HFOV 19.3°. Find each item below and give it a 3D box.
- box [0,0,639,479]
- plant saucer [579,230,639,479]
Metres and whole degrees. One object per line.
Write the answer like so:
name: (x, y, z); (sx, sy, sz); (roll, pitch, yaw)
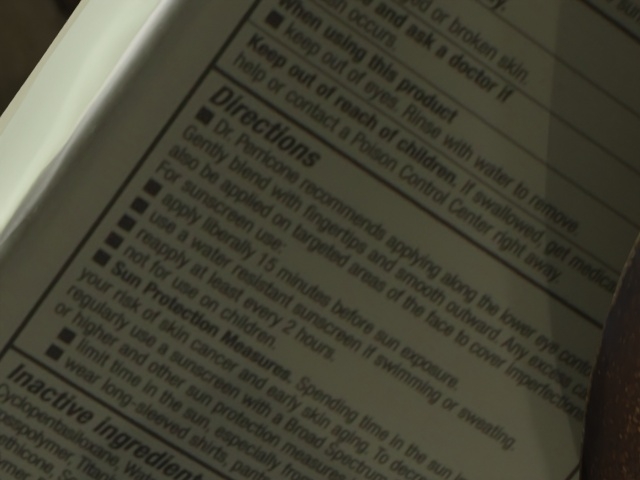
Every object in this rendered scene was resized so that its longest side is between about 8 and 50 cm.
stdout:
box: (0.000, 0.000, 0.427); (0.311, 0.148, 0.121); (-51, -163, 13)
plant saucer: (0.195, 0.066, 0.305); (0.311, 0.310, 0.050); (-4, -150, 17)
